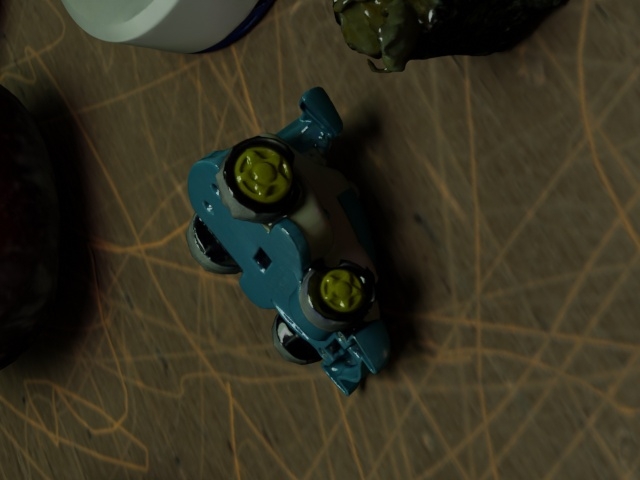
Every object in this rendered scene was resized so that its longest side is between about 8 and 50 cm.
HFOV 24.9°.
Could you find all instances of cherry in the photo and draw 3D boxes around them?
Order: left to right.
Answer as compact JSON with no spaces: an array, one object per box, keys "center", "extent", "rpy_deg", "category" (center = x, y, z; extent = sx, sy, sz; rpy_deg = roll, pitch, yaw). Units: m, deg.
[{"center":[-0.314,-0.004,1.116],"extent":[0.296,0.218,0.255],"rpy_deg":[-31,72,52],"category":"cherry"}]

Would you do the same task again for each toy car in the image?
[{"center":[0.000,0.000,0.851],"extent":[0.161,0.098,0.126],"rpy_deg":[49,159,6],"category":"toy car"}]

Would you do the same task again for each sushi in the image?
[{"center":[0.065,-0.200,0.739],"extent":[0.147,0.115,0.212],"rpy_deg":[52,127,37],"category":"sushi"}]

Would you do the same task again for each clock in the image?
[{"center":[-0.104,-0.242,0.976],"extent":[0.230,0.083,0.230],"rpy_deg":[2,92,52],"category":"clock"}]
